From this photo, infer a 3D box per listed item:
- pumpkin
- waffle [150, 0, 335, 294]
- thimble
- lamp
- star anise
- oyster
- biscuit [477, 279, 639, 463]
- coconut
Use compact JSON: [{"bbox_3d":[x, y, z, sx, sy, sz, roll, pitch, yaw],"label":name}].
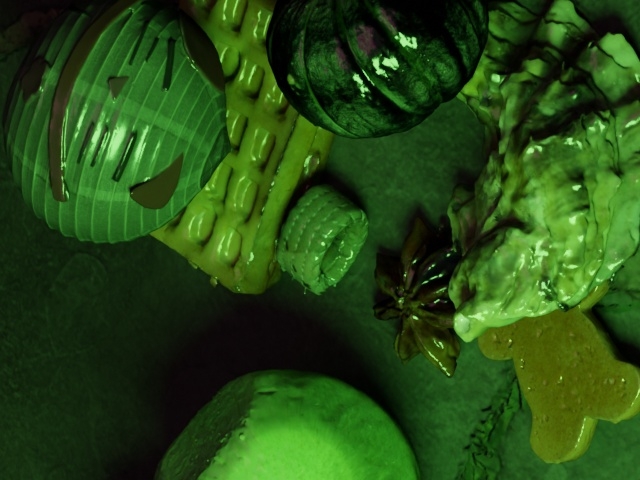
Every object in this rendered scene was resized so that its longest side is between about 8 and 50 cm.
[{"bbox_3d":[0.053,-0.199,1.658,0.220,0.162,0.221,-23,39,20],"label":"pumpkin"},{"bbox_3d":[-0.088,-0.129,1.889,0.224,0.098,0.328,34,115,32],"label":"waffle"},{"bbox_3d":[0.000,0.000,1.836,0.062,0.084,0.110,38,114,28],"label":"thimble"},{"bbox_3d":[-0.202,-0.124,1.781,0.233,0.233,0.265,19,92,35],"label":"lamp"},{"bbox_3d":[0.102,0.062,1.771,0.168,0.057,0.168,-9,78,54],"label":"star anise"},{"bbox_3d":[0.192,-0.065,1.639,0.238,0.114,0.351,-1,66,45],"label":"oyster"},{"bbox_3d":[0.224,0.079,1.696,0.165,0.036,0.250,-41,63,34],"label":"biscuit"},{"bbox_3d":[-0.033,0.278,1.764,0.281,0.328,0.329,11,103,3],"label":"coconut"}]
